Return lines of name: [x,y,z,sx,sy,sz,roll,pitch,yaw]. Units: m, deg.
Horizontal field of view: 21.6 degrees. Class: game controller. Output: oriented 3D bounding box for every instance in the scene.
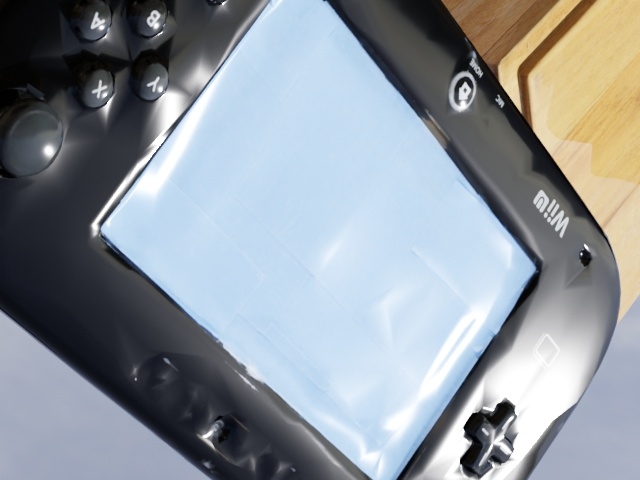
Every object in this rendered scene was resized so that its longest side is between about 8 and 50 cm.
game controller: [0.000,0.000,0.551,0.067,0.166,0.319,36,172,45]

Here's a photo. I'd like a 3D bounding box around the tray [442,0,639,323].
tray: [0.177,-0.113,0.892,0.076,0.203,0.411,13,-138,32]
